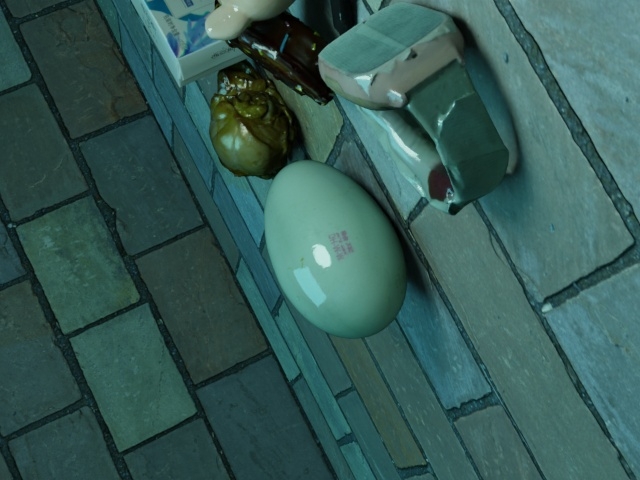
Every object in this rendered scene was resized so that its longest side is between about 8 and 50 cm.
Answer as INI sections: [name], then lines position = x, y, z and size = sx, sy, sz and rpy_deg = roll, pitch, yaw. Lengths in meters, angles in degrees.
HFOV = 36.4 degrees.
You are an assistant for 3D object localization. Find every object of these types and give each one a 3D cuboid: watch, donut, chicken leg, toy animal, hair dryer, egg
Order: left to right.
[toy animal]
position = -0.117, -0.457, 1.514
size = 0.195, 0.213, 0.256
rpy_deg = -43, 76, 30
[chicken leg]
position = -0.142, -0.251, 2.128
size = 0.409, 0.181, 0.295
rpy_deg = 56, -166, -73
[donut]
position = -0.058, -0.322, 1.633
size = 0.216, 0.096, 0.230
rpy_deg = 37, -177, -12
[egg]
position = 0.019, 0.009, 1.758
size = 0.230, 0.229, 0.371
rpy_deg = 88, 156, -58
[hair dryer]
position = 0.031, -0.364, 1.419
size = 0.114, 0.070, 0.248
rpy_deg = 57, 168, 29
[watch]
position = 0.136, -0.162, 1.261
size = 0.241, 0.161, 0.253
rpy_deg = 58, 174, -31

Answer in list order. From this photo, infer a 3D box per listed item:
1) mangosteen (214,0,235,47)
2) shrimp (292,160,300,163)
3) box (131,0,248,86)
[mangosteen]
position = -0.151, -0.422, 1.824
size = 0.140, 0.140, 0.140
rpy_deg = 58, 164, 26
[shrimp]
position = 0.008, -0.075, 2.047
size = 0.251, 0.052, 0.144
rpy_deg = 60, 178, 42
[box]
position = -0.255, -0.478, 1.970
size = 0.274, 0.203, 0.116
rpy_deg = 61, 166, 18
